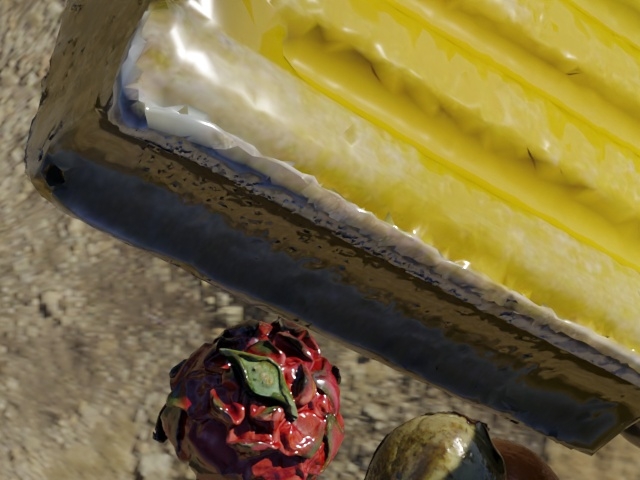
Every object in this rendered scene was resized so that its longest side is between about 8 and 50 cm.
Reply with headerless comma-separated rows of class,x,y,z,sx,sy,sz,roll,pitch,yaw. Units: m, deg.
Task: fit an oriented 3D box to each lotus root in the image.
lotus root,0.088,0.252,1.380,0.138,0.138,0.214,33,82,-15

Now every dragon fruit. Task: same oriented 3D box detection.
dragon fruit,-0.083,0.211,1.847,0.233,0.293,0.234,3,77,-12

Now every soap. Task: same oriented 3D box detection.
soap,0.049,-0.036,0.474,0.257,0.080,0.160,27,54,-26

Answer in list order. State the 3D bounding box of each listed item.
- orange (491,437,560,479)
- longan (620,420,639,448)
orange,0.167,0.319,1.667,0.170,0.224,0.224,38,73,-50
longan,0.383,0.127,1.587,0.196,0.196,0.220,30,49,-16
